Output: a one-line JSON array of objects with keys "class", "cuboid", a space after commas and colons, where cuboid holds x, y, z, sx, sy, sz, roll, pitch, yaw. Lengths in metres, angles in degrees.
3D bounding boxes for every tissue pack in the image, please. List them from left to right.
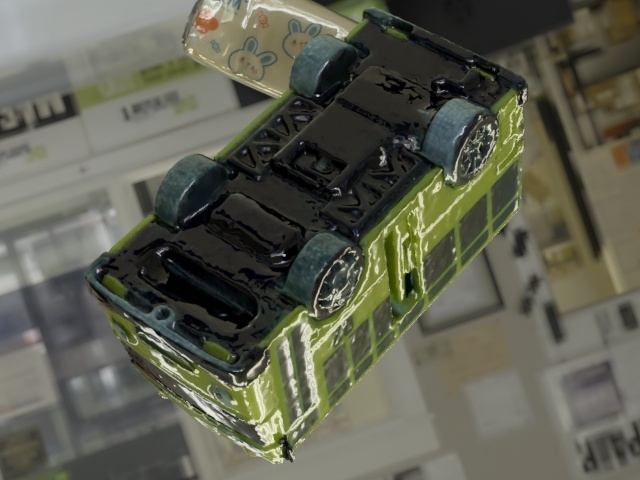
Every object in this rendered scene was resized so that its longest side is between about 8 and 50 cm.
[{"class": "tissue pack", "cuboid": [-0.020, -0.166, 1.395, 0.196, 0.092, 0.148, 22, -175, -9]}]

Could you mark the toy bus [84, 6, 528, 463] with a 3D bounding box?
[{"class": "toy bus", "cuboid": [0.000, 0.000, 0.937, 0.262, 0.128, 0.150, -45, 149, -27]}]
